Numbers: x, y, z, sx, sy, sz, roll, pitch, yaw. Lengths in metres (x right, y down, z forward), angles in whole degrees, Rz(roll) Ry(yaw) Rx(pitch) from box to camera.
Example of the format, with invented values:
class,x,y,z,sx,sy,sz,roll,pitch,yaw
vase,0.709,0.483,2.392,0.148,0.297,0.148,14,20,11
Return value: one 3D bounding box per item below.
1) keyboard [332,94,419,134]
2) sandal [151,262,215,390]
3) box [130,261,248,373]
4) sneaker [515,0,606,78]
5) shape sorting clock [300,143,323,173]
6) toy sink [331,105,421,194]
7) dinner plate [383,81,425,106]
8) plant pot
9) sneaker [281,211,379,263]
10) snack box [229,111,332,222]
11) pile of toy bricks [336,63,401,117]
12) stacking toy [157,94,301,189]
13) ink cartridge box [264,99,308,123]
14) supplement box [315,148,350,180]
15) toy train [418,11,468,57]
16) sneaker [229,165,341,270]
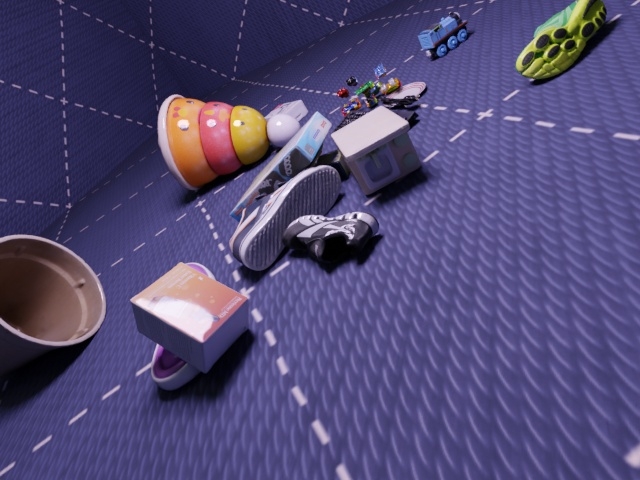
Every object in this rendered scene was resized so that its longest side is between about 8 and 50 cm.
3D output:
class,x,y,z,sx,sy,sz,roll,pitch,yaw
keyboard,0.175,-0.378,1.338,0.201,0.033,0.317,-46,33,-12
sandal,-0.314,0.142,0.971,0.169,0.102,0.416,-34,32,-3
box,-0.240,0.140,0.828,0.170,0.091,0.130,23,42,19
sneaker,0.583,-0.487,1.093,0.295,0.109,0.123,-42,10,-14
shape sorting clock,-0.056,-0.193,1.240,0.206,0.040,0.206,-45,18,19
toy sink,0.135,-0.209,1.047,0.153,0.131,0.234,-29,25,5
dinner plate,0.268,-0.461,1.405,0.141,0.017,0.141,-24,31,16
plant pot,-0.819,0.207,1.181,0.305,0.334,0.334,-36,28,17
sneaker,0.000,0.000,0.917,0.234,0.078,0.106,-6,37,35
snack box,-0.110,-0.186,1.185,0.322,0.060,0.187,-37,20,40
pile of toy bricks,0.166,-0.508,1.507,0.212,0.118,0.105,-28,-10,27
stacking toy,-0.305,-0.385,1.611,0.480,0.350,0.350,-7,35,9
ink cartridge box,-0.142,-0.517,1.818,0.150,0.063,0.109,6,47,48
supplement box,0.034,-0.199,1.198,0.083,0.056,0.083,-15,34,28
toy train,0.432,-0.718,1.540,0.184,0.105,0.080,-38,31,-10
sneaker,-0.093,-0.071,1.061,0.321,0.126,0.127,-44,34,-20
